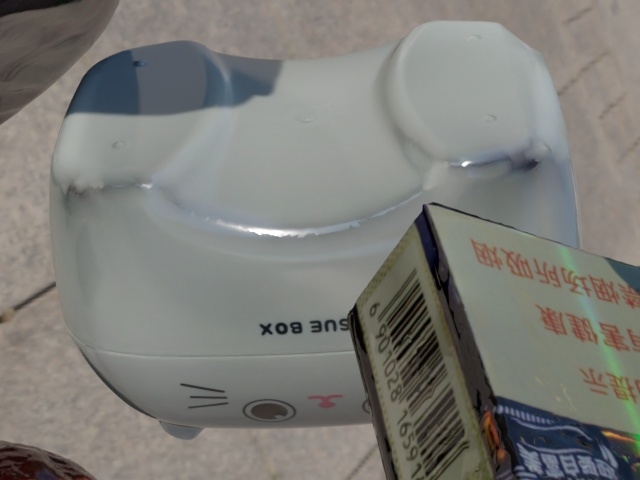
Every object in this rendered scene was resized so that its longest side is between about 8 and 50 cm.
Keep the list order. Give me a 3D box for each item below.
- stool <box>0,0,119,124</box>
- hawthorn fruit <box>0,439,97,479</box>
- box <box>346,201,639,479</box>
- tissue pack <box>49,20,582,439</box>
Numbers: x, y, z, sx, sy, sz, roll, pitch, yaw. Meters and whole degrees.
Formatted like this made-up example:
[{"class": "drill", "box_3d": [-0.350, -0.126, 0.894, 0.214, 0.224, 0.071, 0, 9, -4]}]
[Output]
[{"class": "stool", "box_3d": [-0.286, -0.162, 0.868, 0.178, 0.272, 0.272, 57, 34, 4]}, {"class": "hawthorn fruit", "box_3d": [-0.346, 0.301, 1.316, 0.266, 0.210, 0.230, 24, 22, -32]}, {"class": "box", "box_3d": [0.135, 0.135, 0.543, 0.198, 0.084, 0.310, 16, 38, -27]}, {"class": "tissue pack", "box_3d": [0.000, 0.000, 0.881, 0.229, 0.333, 0.236, -89, 174, -53]}]
